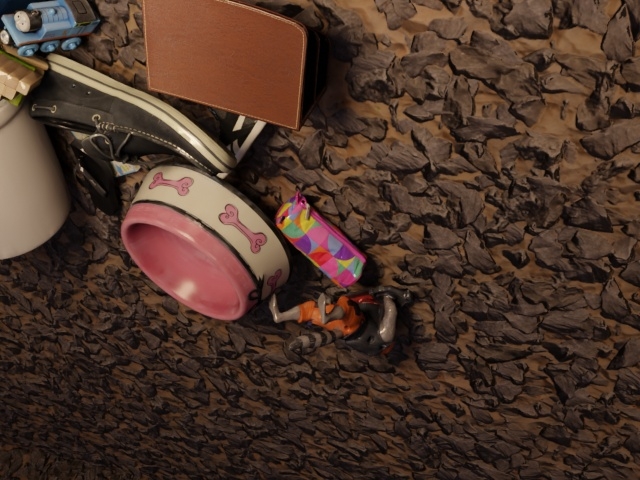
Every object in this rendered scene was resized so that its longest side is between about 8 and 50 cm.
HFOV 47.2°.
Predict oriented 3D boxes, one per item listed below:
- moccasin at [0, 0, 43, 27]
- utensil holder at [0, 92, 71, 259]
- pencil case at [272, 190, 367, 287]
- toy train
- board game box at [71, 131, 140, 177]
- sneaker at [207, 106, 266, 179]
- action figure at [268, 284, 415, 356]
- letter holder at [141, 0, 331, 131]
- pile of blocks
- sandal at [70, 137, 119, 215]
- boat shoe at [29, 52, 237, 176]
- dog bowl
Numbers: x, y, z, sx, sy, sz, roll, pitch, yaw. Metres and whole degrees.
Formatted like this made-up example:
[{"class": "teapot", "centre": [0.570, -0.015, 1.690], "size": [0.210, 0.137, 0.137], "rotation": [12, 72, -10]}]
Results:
[{"class": "moccasin", "centre": [-0.636, -0.445, 1.321], "size": [0.138, 0.342, 0.117], "rotation": [-42, 98, 15]}, {"class": "utensil holder", "centre": [-0.762, -0.189, 1.628], "size": [0.328, 0.327, 0.385], "rotation": [15, 142, 13]}, {"class": "pencil case", "centre": [0.000, 0.000, 1.613], "size": [0.236, 0.104, 0.104], "rotation": [43, 136, -18]}, {"class": "toy train", "centre": [-0.521, -0.415, 1.408], "size": [0.105, 0.184, 0.080], "rotation": [-33, 87, 42]}, {"class": "board game box", "centre": [-0.499, -0.217, 1.700], "size": [0.103, 0.026, 0.154], "rotation": [-9, 127, 34]}, {"class": "sneaker", "centre": [-0.191, -0.230, 1.503], "size": [0.121, 0.079, 0.217], "rotation": [38, 129, -7]}, {"class": "action figure", "centre": [0.037, 0.205, 1.712], "size": [0.330, 0.178, 0.341], "rotation": [19, 151, -36]}, {"class": "letter holder", "centre": [-0.145, -0.356, 1.296], "size": [0.302, 0.152, 0.214], "rotation": [17, 135, 11]}, {"class": "pile of blocks", "centre": [-0.639, -0.345, 1.448], "size": [0.149, 0.362, 0.112], "rotation": [17, 116, -38]}, {"class": "sandal", "centre": [-0.537, -0.137, 1.742], "size": [0.097, 0.054, 0.254], "rotation": [27, 149, 21]}, {"class": "boat shoe", "centre": [-0.383, -0.221, 1.458], "size": [0.500, 0.156, 0.187], "rotation": [25, 177, 20]}, {"class": "dog bowl", "centre": [-0.273, 0.021, 1.665], "size": [0.408, 0.150, 0.408], "rotation": [25, 148, 17]}]
